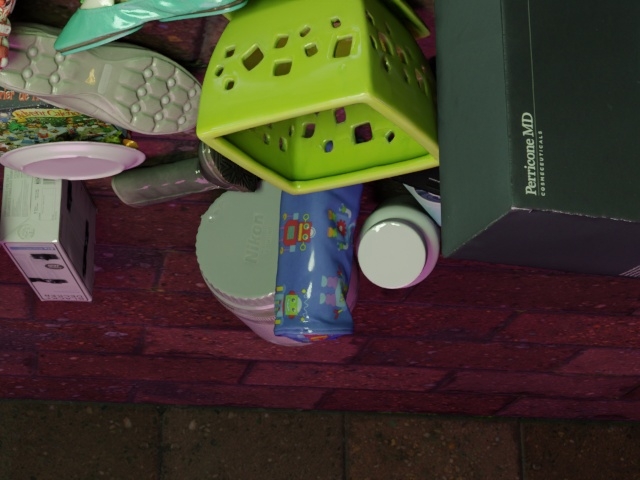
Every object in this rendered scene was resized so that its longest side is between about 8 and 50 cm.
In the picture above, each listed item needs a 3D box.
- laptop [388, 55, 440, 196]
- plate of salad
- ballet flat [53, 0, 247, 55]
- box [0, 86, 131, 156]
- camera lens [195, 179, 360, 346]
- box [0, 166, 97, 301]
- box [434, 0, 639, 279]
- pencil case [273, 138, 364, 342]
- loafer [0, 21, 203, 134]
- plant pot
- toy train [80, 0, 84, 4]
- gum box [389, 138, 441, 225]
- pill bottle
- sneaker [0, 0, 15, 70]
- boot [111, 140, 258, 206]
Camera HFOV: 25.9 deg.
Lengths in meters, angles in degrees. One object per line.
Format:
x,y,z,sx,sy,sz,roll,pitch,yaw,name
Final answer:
0.253,-0.154,1.811,0.234,0.264,0.136,17,-169,-27,laptop
-0.343,-0.121,1.923,0.200,0.048,0.200,-3,171,0,plate of salad
-0.202,-0.280,1.577,0.247,0.087,0.083,-12,-159,19,ballet flat
-0.398,-0.169,1.925,0.233,0.044,0.159,-5,160,13,box
-0.065,0.041,2.262,0.219,0.219,0.274,-5,160,14,camera lens
-0.416,-0.024,2.151,0.087,0.169,0.290,-1,161,1,box
0.305,-0.149,1.555,0.313,0.343,0.179,7,160,-19,box
0.000,0.000,2.048,0.119,0.306,0.133,-2,169,37,pencil case
-0.286,-0.211,1.751,0.319,0.112,0.111,16,-170,-41,loafer
0.007,-0.196,1.615,0.227,0.207,0.228,-11,157,26,plant pot
-0.245,-0.289,1.632,0.083,0.017,0.023,-6,150,15,toy train
0.205,-0.099,2.071,0.157,0.041,0.184,-12,141,31,gum box
0.123,0.005,2.170,0.131,0.131,0.229,-4,-172,9,pill bottle
-0.352,-0.272,1.484,0.090,0.145,0.270,8,159,-22,sneaker
-0.218,-0.104,2.095,0.209,0.076,0.189,0,159,18,boot
